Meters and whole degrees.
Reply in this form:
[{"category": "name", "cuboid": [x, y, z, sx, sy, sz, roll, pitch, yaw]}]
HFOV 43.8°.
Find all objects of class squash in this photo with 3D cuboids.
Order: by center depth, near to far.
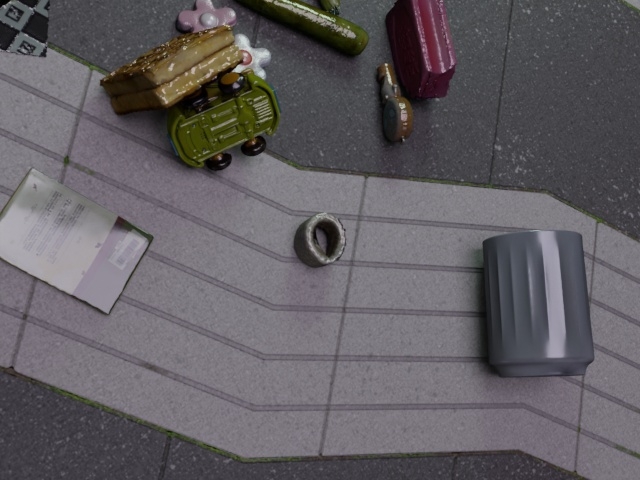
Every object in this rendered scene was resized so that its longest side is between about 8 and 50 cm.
[{"category": "squash", "cuboid": [0.004, -0.622, 1.924, 0.052, 0.052, 0.183, -23, 87, -23]}]

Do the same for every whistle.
[{"category": "whistle", "cuboid": [0.179, -0.327, 1.913, 0.057, 0.107, 0.220, -5, 67, -17]}]

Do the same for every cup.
[{"category": "cup", "cuboid": [0.532, 0.160, 1.896, 0.323, 0.237, 0.326, 10, 73, -50]}]

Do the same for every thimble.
[{"category": "thimble", "cuboid": [0.000, 0.000, 1.783, 0.102, 0.090, 0.115, -24, 88, -23]}]

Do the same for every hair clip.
[{"category": "hair clip", "cuboid": [-0.216, -0.442, 1.802, 0.146, 0.075, 0.257, -37, 89, -18]}]

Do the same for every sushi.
[{"category": "sushi", "cuboid": [-0.701, -0.539, 1.642, 0.292, 0.059, 0.294, 1, 79, -21]}]

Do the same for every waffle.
[{"category": "waffle", "cuboid": [-0.304, -0.346, 1.614, 0.213, 0.308, 0.091, -38, 115, -22]}]

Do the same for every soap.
[{"category": "soap", "cuboid": [0.250, -0.465, 1.925, 0.099, 0.162, 0.249, -9, 82, -21]}]

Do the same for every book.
[{"category": "book", "cuboid": [-0.513, 0.002, 1.626, 0.289, 0.026, 0.201, 32, 71, -12]}]

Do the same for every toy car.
[{"category": "toy car", "cuboid": [-0.217, -0.274, 1.711, 0.248, 0.200, 0.142, -22, 45, -11]}]

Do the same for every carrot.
[{"category": "carrot", "cuboid": [-0.053, -0.532, 1.876, 0.359, 0.074, 0.074, 21, 73, -14]}]
